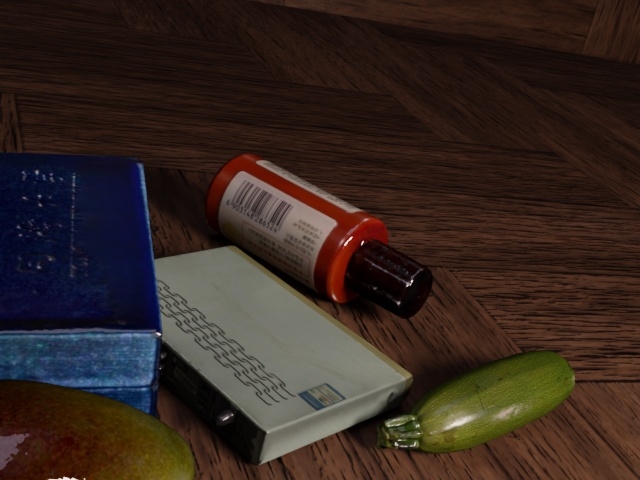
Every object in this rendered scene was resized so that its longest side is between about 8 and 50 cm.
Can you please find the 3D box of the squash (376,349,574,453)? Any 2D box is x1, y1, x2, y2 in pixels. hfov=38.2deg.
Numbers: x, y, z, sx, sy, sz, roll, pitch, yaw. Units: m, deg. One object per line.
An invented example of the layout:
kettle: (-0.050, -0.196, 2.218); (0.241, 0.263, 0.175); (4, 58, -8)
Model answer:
squash: (0.156, 0.146, 0.840); (0.252, 0.066, 0.066); (-11, 34, -42)

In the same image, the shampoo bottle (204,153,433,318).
shampoo bottle: (0.000, 0.000, 1.028); (0.278, 0.104, 0.104); (29, 28, 31)

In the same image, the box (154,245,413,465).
box: (-0.074, 0.093, 0.855); (0.270, 0.045, 0.210); (33, 30, 35)

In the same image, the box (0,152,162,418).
box: (-0.276, 0.031, 0.736); (0.278, 0.116, 0.261); (1, 32, -16)

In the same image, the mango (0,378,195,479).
mango: (-0.200, 0.148, 0.589); (0.267, 0.111, 0.133); (1, 15, -38)
